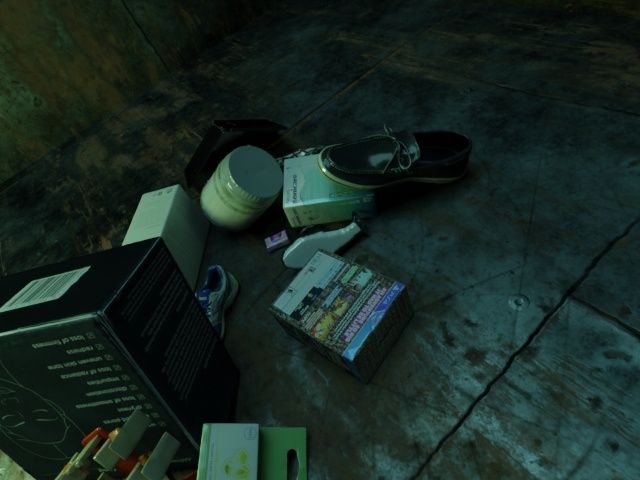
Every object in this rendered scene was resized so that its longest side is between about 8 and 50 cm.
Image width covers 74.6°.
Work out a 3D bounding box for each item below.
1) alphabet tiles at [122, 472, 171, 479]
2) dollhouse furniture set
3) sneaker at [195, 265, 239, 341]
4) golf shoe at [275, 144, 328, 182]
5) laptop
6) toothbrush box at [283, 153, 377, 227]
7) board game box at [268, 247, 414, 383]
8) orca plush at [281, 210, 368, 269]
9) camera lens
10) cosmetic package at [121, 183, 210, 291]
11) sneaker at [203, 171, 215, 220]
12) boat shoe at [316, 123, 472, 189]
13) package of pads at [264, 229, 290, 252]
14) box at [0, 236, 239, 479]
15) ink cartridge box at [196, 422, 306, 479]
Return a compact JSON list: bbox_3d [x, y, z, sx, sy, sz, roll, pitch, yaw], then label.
[{"bbox_3d":[-0.460,0.719,0.962,0.285,0.011,0.342,29,67,39],"label":"alphabet tiles"},{"bbox_3d":[-0.378,0.482,0.876,0.262,0.259,0.135,-39,13,25],"label":"dollhouse furniture set"},{"bbox_3d":[-0.348,0.213,1.278,0.112,0.130,0.296,-5,51,18],"label":"sneaker"},{"bbox_3d":[-0.087,-0.306,1.661,0.273,0.105,0.120,-15,30,4],"label":"golf shoe"},{"bbox_3d":[-0.387,-0.393,1.833,0.409,0.236,0.382,-7,22,-19],"label":"laptop"},{"bbox_3d":[0.030,-0.180,1.418,0.296,0.126,0.216,-8,57,7],"label":"toothbrush box"},{"bbox_3d":[0.054,0.187,1.113,0.291,0.141,0.232,24,63,37],"label":"board game box"},{"bbox_3d":[0.000,0.000,1.335,0.287,0.151,0.102,-41,16,-10],"label":"orca plush"},{"bbox_3d":[-0.278,-0.171,1.465,0.274,0.220,0.219,-36,29,49],"label":"camera lens"},{"bbox_3d":[-0.537,0.050,1.439,0.162,0.230,0.452,-13,46,14],"label":"cosmetic package"},{"bbox_3d":[-0.431,-0.186,1.687,0.095,0.104,0.236,-8,49,16],"label":"sneaker"},{"bbox_3d":[0.236,-0.265,1.294,0.502,0.156,0.186,-3,60,-12],"label":"boat shoe"},{"bbox_3d":[-0.149,0.003,1.444,0.084,0.031,0.050,-25,47,2],"label":"package of pads"},{"bbox_3d":[-0.524,0.299,0.997,0.481,0.471,0.297,-13,28,12],"label":"box"},{"bbox_3d":[-0.140,0.484,0.897,0.236,0.056,0.170,5,58,-12],"label":"ink cartridge box"}]
